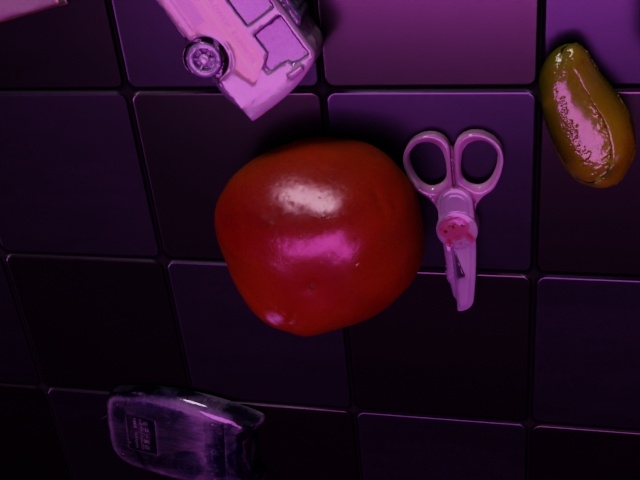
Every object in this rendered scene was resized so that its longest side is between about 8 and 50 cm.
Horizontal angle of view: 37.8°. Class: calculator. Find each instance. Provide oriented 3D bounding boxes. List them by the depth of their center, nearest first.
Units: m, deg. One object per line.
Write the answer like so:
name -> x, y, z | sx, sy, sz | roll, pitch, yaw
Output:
calculator -> -0.216, 0.302, 1.447 | 0.268, 0.040, 0.177 | 9, 121, 14

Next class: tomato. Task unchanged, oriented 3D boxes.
tomato -> 0.001, 0.004, 1.117 | 0.260, 0.180, 0.259 | 6, 125, 9

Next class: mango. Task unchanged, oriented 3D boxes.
mango -> 0.290, -0.137, 1.020 | 0.091, 0.074, 0.165 | -13, 105, 28

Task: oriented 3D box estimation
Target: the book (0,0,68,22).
book -> -0.437, -0.384, 1.074 | 0.201, 0.026, 0.289 | -9, 119, 20

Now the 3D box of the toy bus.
toy bus -> -0.133, -0.300, 1.013 | 0.138, 0.097, 0.342 | -32, 108, 22

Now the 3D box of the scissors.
scissors -> 0.170, -0.021, 1.146 | 0.118, 0.030, 0.242 | -2, 117, 15
